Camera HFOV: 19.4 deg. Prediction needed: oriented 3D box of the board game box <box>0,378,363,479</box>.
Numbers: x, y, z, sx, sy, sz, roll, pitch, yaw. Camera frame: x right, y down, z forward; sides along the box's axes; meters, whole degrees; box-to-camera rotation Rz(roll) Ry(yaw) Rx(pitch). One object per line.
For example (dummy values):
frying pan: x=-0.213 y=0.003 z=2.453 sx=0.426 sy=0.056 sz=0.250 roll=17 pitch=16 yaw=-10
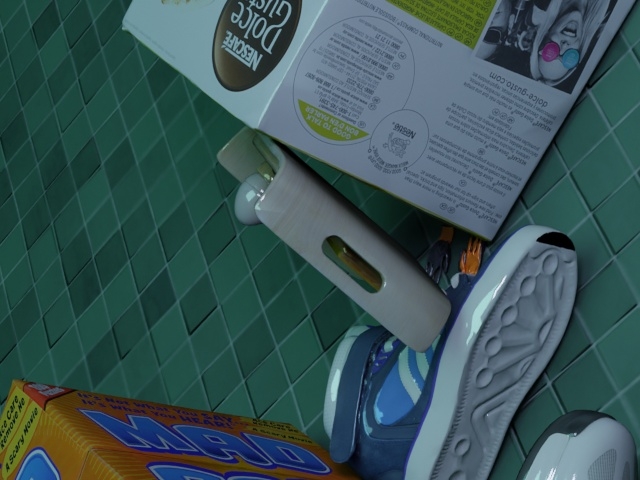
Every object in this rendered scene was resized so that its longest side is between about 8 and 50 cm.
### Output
board game box: x=-0.133 y=0.386 z=1.848 sx=0.356 sy=0.357 sz=0.356 roll=31 pitch=104 yaw=52

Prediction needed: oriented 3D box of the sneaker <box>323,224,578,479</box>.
sneaker: x=0.107 y=0.099 z=1.907 sx=0.236 sy=0.130 sz=0.322 roll=33 pitch=105 yaw=47

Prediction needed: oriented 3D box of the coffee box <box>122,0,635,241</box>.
coffee box: x=0.058 y=-0.251 z=1.959 sx=0.334 sy=0.338 sz=0.337 roll=-60 pitch=37 yaw=8

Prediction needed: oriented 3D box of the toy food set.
toy food set: x=0.000 y=0.000 z=1.862 sx=0.092 sy=0.220 sz=0.306 roll=-48 pitch=16 yaw=4

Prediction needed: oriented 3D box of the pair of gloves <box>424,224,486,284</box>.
pair of gloves: x=0.143 y=0.020 z=2.000 sx=0.083 sy=0.010 sz=0.074 roll=8 pitch=80 yaw=52

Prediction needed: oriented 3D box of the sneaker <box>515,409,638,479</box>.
sneaker: x=0.290 y=0.368 z=1.572 sx=0.258 sy=0.169 sz=0.447 roll=-3 pitch=79 yaw=40
